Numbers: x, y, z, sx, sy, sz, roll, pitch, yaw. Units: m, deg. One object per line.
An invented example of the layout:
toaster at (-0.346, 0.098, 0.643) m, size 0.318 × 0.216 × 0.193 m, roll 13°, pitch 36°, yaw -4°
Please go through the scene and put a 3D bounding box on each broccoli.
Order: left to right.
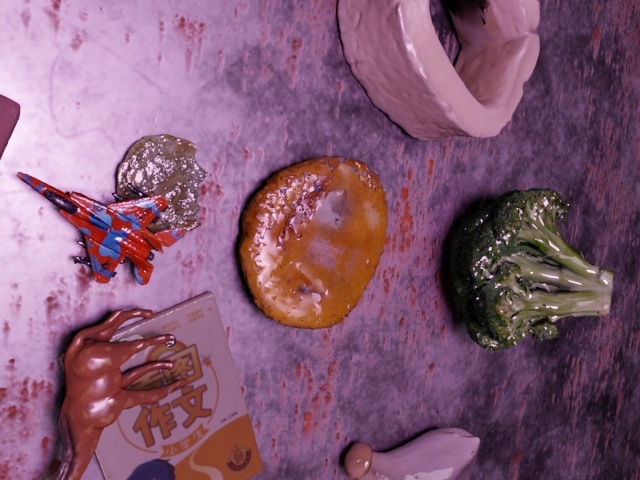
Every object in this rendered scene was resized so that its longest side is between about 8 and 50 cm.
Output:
broccoli at (0.364, 0.053, 1.032) m, size 0.308 × 0.275 × 0.308 m, roll -41°, pitch 139°, yaw -50°

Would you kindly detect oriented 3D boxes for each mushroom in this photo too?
mushroom at (0.157, 0.399, 1.030) m, size 0.270 × 0.103 × 0.118 m, roll 2°, pitch 97°, yaw -31°

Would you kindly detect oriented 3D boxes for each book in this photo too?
book at (-0.199, 0.240, 0.792) m, size 0.207 × 0.020 × 0.296 m, roll -23°, pitch 110°, yaw -30°

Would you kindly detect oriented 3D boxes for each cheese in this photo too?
cheese at (0.199, -0.325, 0.907) m, size 0.292 × 0.153 × 0.332 m, roll -46°, pitch 122°, yaw -21°

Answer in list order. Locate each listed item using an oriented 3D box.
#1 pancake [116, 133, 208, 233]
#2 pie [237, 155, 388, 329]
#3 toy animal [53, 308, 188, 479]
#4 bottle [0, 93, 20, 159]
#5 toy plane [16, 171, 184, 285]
pancake at (-0.198, -0.069, 0.739) m, size 0.116 × 0.022 × 0.130 m, roll 5°, pitch 95°, yaw -33°
pie at (-0.001, 0.001, 0.866) m, size 0.273 × 0.069 × 0.274 m, roll -6°, pitch 100°, yaw -37°
toy animal at (-0.261, 0.213, 0.687) m, size 0.229 × 0.066 × 0.224 m, roll -29°, pitch 114°, yaw -39°
bottle at (-0.357, -0.085, 0.600) m, size 0.053 × 0.053 × 0.140 m, roll 26°, pitch 82°, yaw -36°
toy plane at (-0.257, -0.025, 0.677) m, size 0.189 × 0.061 × 0.130 m, roll 37°, pitch 96°, yaw -23°
